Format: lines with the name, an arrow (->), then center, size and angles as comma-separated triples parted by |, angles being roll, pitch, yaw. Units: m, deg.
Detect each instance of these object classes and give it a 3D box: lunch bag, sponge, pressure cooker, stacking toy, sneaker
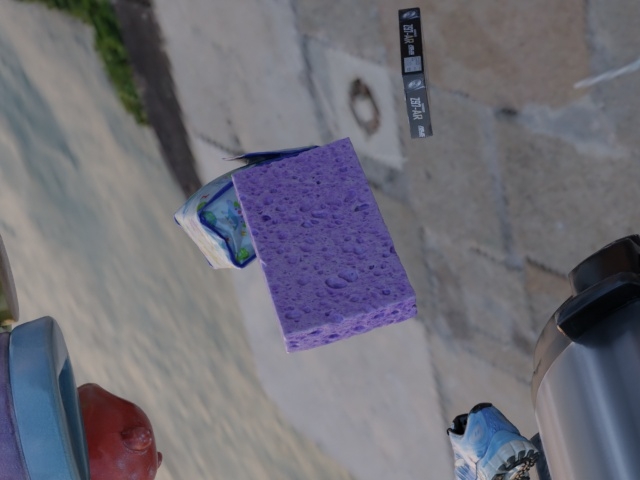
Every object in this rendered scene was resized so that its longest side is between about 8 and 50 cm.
lunch bag -> -0.066, -0.046, 1.462 | 0.096, 0.151, 0.129 | 54, 167, -11
sponge -> 0.000, 0.000, 1.240 | 0.031, 0.117, 0.210 | 78, 173, -47
pressure cooker -> 0.406, 0.196, 1.399 | 0.370, 0.375, 0.420 | 91, 173, -49
stacking toy -> -0.208, 0.078, 1.044 | 0.309, 0.130, 0.280 | 97, 160, -76
sneaker -> 0.142, 0.182, 1.213 | 0.073, 0.063, 0.162 | 60, 162, 21

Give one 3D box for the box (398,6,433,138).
box -> 0.075, -0.133, 1.117 | 0.067, 0.018, 0.083 | 77, -170, -45
